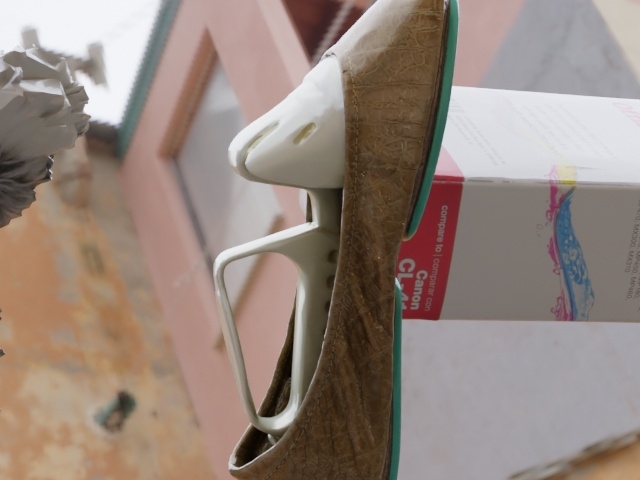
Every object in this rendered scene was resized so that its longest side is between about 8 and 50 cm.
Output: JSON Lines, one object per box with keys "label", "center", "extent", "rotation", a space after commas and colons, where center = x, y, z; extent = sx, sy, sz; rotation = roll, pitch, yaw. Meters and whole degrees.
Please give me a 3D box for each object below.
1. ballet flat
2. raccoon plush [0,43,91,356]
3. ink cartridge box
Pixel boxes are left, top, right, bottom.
{"label": "ballet flat", "center": [0.000, 0.000, 0.947], "extent": [0.124, 0.116, 0.342], "rotation": [6, -80, -14]}
{"label": "raccoon plush", "center": [-0.326, -0.006, 1.118], "extent": [0.446, 0.299, 0.216], "rotation": [-45, -41, 12]}
{"label": "ink cartridge box", "center": [0.155, -0.034, 1.286], "extent": [0.306, 0.226, 0.131], "rotation": [4, -67, -14]}
